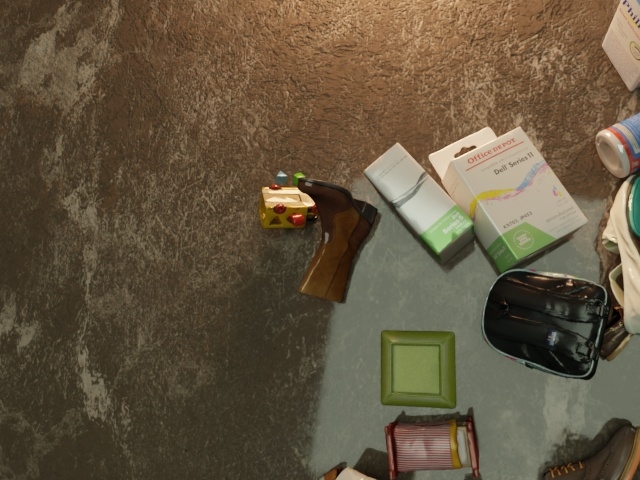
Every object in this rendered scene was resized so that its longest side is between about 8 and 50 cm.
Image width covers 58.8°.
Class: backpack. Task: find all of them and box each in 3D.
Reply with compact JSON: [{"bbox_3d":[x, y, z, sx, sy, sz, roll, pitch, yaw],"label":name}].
[{"bbox_3d":[0.503,0.180,1.281,0.253,0.191,0.225,12,85,28],"label":"backpack"}]

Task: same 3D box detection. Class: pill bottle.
[{"bbox_3d":[0.775,-0.246,1.319,0.221,0.124,0.124,-26,74,8],"label":"pill bottle"}]

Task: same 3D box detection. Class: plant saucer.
[{"bbox_3d":[0.239,0.319,1.412,0.188,0.045,0.189,-2,80,15],"label":"plant saucer"}]

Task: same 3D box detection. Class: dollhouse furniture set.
[{"bbox_3d":[0.278,0.598,1.294,0.201,0.152,0.374,-10,78,14],"label":"dollhouse furniture set"}]

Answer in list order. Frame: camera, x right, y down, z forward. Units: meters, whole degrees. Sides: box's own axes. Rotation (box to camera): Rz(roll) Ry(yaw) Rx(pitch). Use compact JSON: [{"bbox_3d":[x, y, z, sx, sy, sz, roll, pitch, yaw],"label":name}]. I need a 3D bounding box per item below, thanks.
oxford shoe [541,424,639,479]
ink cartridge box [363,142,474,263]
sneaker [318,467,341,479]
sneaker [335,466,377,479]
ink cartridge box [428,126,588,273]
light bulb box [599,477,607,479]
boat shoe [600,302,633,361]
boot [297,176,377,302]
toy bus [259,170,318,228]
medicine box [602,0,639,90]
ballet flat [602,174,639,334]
[{"bbox_3d":[0.566,0.534,1.241,0.132,0.130,0.364,37,91,25],"label":"oxford shoe"},{"bbox_3d":[0.247,-0.086,1.401,0.114,0.198,0.273,-41,73,5],"label":"ink cartridge box"},{"bbox_3d":[0.106,0.670,1.353,0.290,0.106,0.123,40,95,20],"label":"sneaker"},{"bbox_3d":[0.067,0.668,1.276,0.169,0.108,0.293,13,82,41],"label":"sneaker"},{"bbox_3d":[0.440,-0.128,1.372,0.207,0.119,0.354,-27,73,-9],"label":"ink cartridge box"},{"bbox_3d":[0.566,0.642,0.952,0.225,0.361,0.358,19,84,19],"label":"light bulb box"},{"bbox_3d":[0.697,0.177,1.293,0.073,0.073,0.207,42,93,16],"label":"boat shoe"},{"bbox_3d":[0.000,0.000,1.445,0.096,0.264,0.281,20,85,46],"label":"boot"},{"bbox_3d":[-0.070,-0.082,1.539,0.202,0.191,0.104,30,132,19],"label":"toy bus"},{"bbox_3d":[0.816,-0.509,1.269,0.263,0.289,0.149,-27,74,9],"label":"medicine box"},{"bbox_3d":[0.702,0.030,1.275,0.139,0.139,0.400,-2,56,15],"label":"ballet flat"}]
